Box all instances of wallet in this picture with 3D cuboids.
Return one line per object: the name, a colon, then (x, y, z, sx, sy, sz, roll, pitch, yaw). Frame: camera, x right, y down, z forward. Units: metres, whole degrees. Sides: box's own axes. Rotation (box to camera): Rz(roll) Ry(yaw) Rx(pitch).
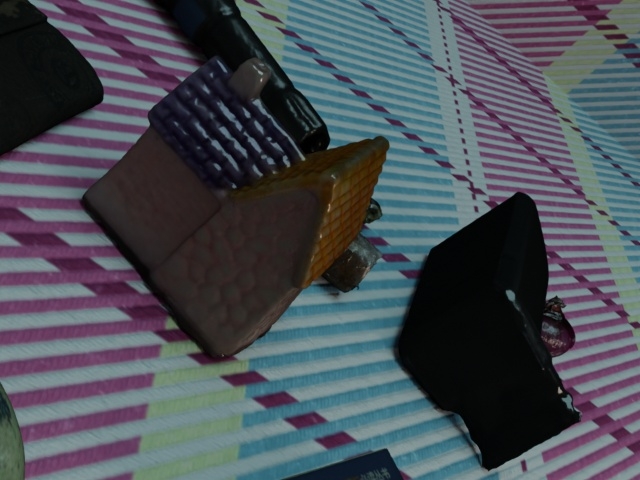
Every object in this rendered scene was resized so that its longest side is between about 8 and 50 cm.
wallet: (-0.338, -0.166, 1.084, 0.170, 0.044, 0.321, 48, 25, -5)

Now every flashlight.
flashlight: (-0.131, -0.285, 1.521, 0.424, 0.103, 0.103, 53, 26, 11)

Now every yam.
yam: (0.001, -0.001, 1.348, 0.141, 0.079, 0.079, 41, 26, -18)

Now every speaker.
speaker: (0.238, 0.106, 1.469, 0.184, 0.180, 0.388, 51, 25, -10)

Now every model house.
model house: (-0.065, -0.054, 1.129, 0.237, 0.237, 0.202, 50, 27, 5)

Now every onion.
onion: (0.329, 0.128, 1.651, 0.115, 0.104, 0.115, 30, 15, -9)

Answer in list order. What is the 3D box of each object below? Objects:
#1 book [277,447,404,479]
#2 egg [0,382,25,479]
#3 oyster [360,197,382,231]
book: (0.057, 0.338, 0.918, 0.228, 0.018, 0.322, -4, 60, -50)
egg: (-0.259, 0.127, 0.681, 0.181, 0.141, 0.141, 57, 19, -27)
oyster: (0.025, -0.055, 1.493, 0.103, 0.051, 0.148, 44, 35, 9)
